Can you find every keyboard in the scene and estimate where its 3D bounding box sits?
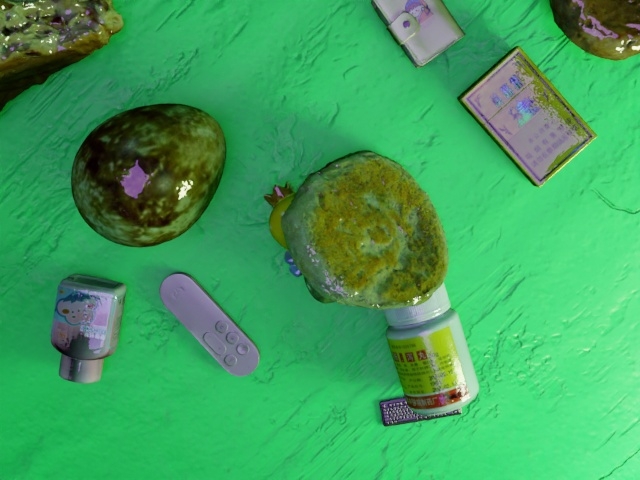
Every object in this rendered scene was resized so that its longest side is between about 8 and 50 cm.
[{"bbox_3d":[0.193,0.323,1.696,0.155,0.010,0.053,-11,96,4],"label":"keyboard"}]

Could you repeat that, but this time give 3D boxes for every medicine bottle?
[{"bbox_3d":[-0.441,0.167,1.657,0.119,0.094,0.188,11,97,-1],"label":"medicine bottle"},{"bbox_3d":[0.198,0.194,1.614,0.139,0.139,0.225,-16,97,4],"label":"medicine bottle"}]

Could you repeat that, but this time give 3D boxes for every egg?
[{"bbox_3d":[-0.295,-0.120,1.544,0.289,0.238,0.238,-37,95,-2],"label":"egg"}]

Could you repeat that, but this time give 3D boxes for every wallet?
[{"bbox_3d":[0.174,-0.401,1.590,0.110,0.039,0.155,-36,95,3],"label":"wallet"}]

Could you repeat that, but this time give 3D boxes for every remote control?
[{"bbox_3d":[-0.212,0.161,1.685,0.077,0.022,0.245,-42,94,5],"label":"remote control"}]

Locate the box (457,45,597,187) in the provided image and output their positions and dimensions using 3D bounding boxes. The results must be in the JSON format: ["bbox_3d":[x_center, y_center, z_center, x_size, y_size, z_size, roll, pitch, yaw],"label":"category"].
[{"bbox_3d":[0.372,-0.224,1.593,0.141,0.064,0.220,-43,96,7],"label":"box"}]

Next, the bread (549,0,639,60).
[{"bbox_3d":[0.510,-0.430,1.533,0.230,0.123,0.230,0,92,4],"label":"bread"}]

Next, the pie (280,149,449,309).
[{"bbox_3d":[0.089,-0.011,1.542,0.323,0.070,0.323,10,61,-19],"label":"pie"}]

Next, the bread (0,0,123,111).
[{"bbox_3d":[-0.557,-0.363,1.497,0.370,0.314,0.191,-28,87,10],"label":"bread"}]

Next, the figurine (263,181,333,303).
[{"bbox_3d":[0.008,-0.010,1.616,0.185,0.127,0.234,-19,63,-30],"label":"figurine"}]
